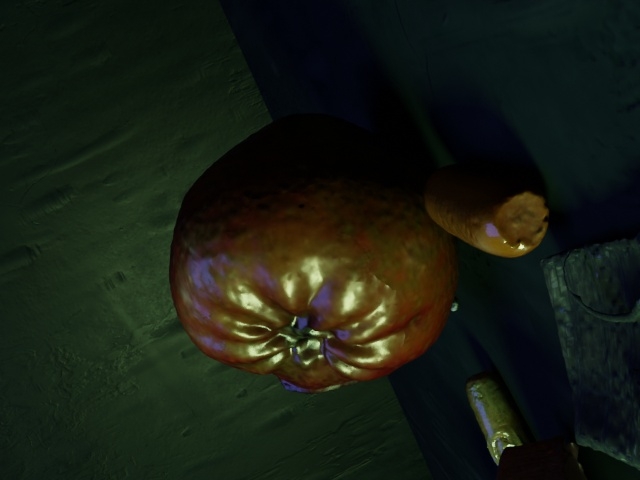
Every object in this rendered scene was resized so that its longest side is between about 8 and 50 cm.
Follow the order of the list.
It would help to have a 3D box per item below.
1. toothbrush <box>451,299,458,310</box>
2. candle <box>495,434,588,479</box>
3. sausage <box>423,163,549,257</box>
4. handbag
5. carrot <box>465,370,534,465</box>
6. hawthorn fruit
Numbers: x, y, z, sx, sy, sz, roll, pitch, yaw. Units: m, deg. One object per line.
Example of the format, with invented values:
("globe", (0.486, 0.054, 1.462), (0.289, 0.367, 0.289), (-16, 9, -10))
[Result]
("toothbrush", (0.173, 0.058, 1.190), (0.304, 0.030, 0.030), (-125, 10, -68))
("candle", (0.265, 0.374, 0.760), (0.317, 0.131, 0.287), (37, -139, -54))
("sausage", (0.158, -0.035, 0.669), (0.076, 0.076, 0.197), (66, 174, -17))
("handbag", (0.237, 0.077, 0.479), (0.270, 0.089, 0.175), (136, 116, -84))
("carrot", (0.317, 0.357, 1.006), (0.342, 0.070, 0.070), (62, 174, 7))
("hawthorn fruit", (0.000, 0.000, 0.940), (0.403, 0.403, 0.403), (63, 174, 12))
